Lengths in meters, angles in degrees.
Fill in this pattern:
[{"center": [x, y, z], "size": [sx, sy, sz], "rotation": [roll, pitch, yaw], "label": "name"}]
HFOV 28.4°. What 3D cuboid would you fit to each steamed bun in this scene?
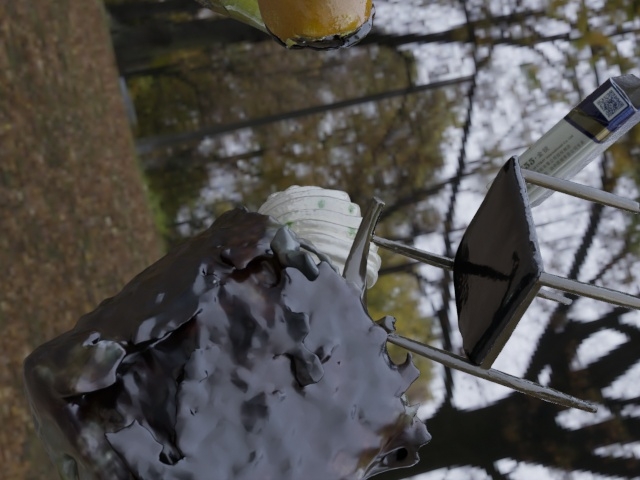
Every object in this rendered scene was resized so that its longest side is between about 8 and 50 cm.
[{"center": [0.000, 0.000, 1.635], "size": [0.106, 0.182, 0.183], "rotation": [-41, -122, 41], "label": "steamed bun"}]

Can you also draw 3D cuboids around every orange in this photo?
[{"center": [-0.005, -0.301, 1.453], "size": [0.170, 0.160, 0.112], "rotation": [41, -12, 16], "label": "orange"}]

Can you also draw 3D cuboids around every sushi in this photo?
[{"center": [-0.091, 0.151, 1.123], "size": [0.299, 0.294, 0.281], "rotation": [57, -16, -18], "label": "sushi"}]

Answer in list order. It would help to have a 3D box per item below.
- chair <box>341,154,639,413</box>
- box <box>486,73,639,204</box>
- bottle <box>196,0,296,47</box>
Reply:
[{"center": [0.173, 0.032, 1.222], "size": [0.188, 0.272, 0.166], "rotation": [-92, -158, -48], "label": "chair"}, {"center": [0.389, -0.148, 1.943], "size": [0.071, 0.259, 0.168], "rotation": [51, 25, 11], "label": "box"}, {"center": [-0.123, -0.340, 1.701], "size": [0.269, 0.083, 0.083], "rotation": [33, 24, -44], "label": "bottle"}]
